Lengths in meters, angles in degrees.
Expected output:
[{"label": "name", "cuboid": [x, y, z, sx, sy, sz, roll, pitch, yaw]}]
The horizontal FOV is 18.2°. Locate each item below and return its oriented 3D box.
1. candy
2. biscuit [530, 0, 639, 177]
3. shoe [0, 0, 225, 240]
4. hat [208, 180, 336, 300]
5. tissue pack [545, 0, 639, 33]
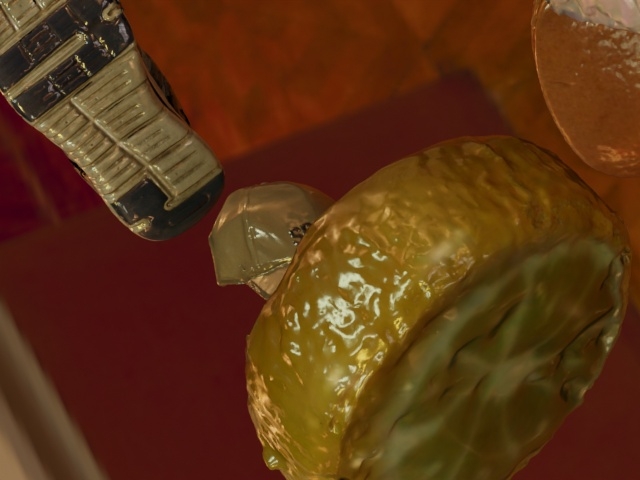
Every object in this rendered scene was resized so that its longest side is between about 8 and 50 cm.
[{"label": "candy", "cuboid": [0.073, 0.055, 1.194, 0.118, 0.260, 0.260, 41, 139, 33]}, {"label": "biscuit", "cuboid": [0.254, -0.131, 1.441, 0.036, 0.192, 0.186, -92, -19, -52]}, {"label": "shoe", "cuboid": [-0.146, -0.093, 1.274, 0.207, 0.091, 0.106, 55, 174, -28]}, {"label": "hat", "cuboid": [0.000, 0.000, 1.736, 0.175, 0.147, 0.085, 26, 126, 55]}, {"label": "tissue pack", "cuboid": [0.240, -0.335, 1.253, 0.122, 0.361, 0.259, 16, 144, 37]}]
